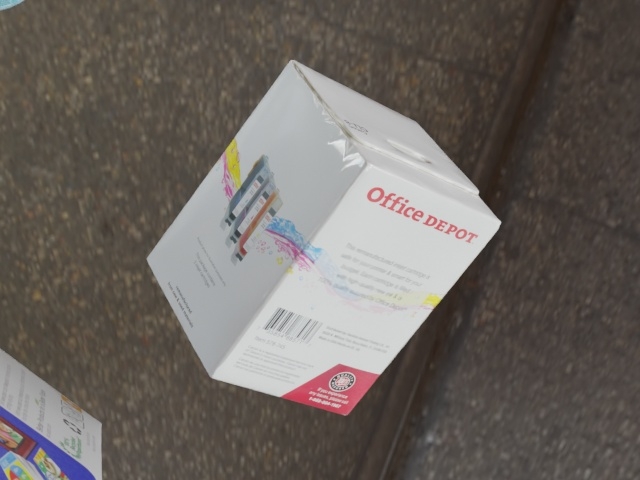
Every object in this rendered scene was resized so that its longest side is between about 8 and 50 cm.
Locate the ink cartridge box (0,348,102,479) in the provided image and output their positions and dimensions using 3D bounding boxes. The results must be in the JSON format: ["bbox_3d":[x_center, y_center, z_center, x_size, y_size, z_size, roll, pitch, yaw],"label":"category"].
[{"bbox_3d":[-0.261,0.077,0.877,0.307,0.303,0.072,37,93,-12],"label":"ink cartridge box"}]

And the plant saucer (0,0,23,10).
[{"bbox_3d":[-0.073,-0.063,0.318,0.067,0.192,0.018,-29,99,13],"label":"plant saucer"}]

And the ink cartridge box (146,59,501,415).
[{"bbox_3d":[0.000,0.000,0.992,0.176,0.128,0.127,-52,43,18],"label":"ink cartridge box"}]
